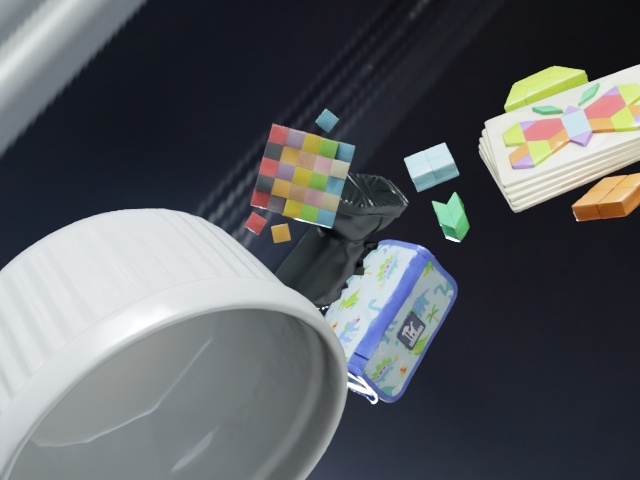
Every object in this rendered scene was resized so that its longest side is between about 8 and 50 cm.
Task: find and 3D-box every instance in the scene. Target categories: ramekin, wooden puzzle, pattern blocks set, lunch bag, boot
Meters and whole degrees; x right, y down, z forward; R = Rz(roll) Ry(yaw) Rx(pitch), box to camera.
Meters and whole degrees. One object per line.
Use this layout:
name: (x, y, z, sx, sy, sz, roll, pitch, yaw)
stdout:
ramekin: (-0.099, 0.080, 0.794, 0.207, 0.109, 0.207, -22, -42, -21)
wooden puzzle: (-0.011, -0.036, 0.852, 0.049, 0.006, 0.083, 15, -78, -1)
pattern blocks set: (0.244, -0.101, 1.394, 0.325, 0.285, 0.026, -28, -61, -4)
lunch bag: (0.055, 0.071, 1.322, 0.128, 0.096, 0.151, -60, -4, -10)
boot: (-0.001, 0.000, 1.001, 0.099, 0.045, 0.121, -51, -27, 21)
